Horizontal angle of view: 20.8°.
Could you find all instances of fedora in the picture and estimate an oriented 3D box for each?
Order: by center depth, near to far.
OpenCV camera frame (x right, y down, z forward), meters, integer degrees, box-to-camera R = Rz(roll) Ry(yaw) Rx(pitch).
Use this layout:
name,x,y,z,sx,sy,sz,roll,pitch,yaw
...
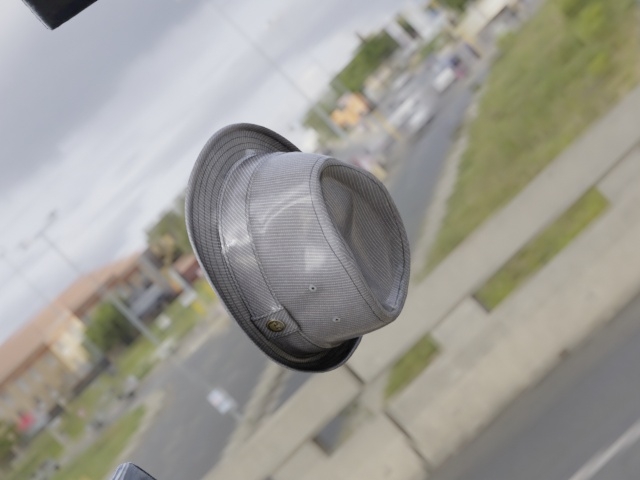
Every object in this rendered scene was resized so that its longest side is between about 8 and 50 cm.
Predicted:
name,x,y,z,sx,sy,sz,roll,pitch,yaw
fedora,0.000,0.000,1.743,0.124,0.275,0.244,-15,30,34

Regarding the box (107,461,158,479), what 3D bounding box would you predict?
name,x,y,z,sx,sy,sz,roll,pitch,yaw
box,-0.097,0.426,1.382,0.293,0.395,0.212,-49,10,24

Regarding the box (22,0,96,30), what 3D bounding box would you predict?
name,x,y,z,sx,sy,sz,roll,pitch,yaw
box,-0.160,-0.413,1.611,0.343,0.179,0.312,-30,32,18
